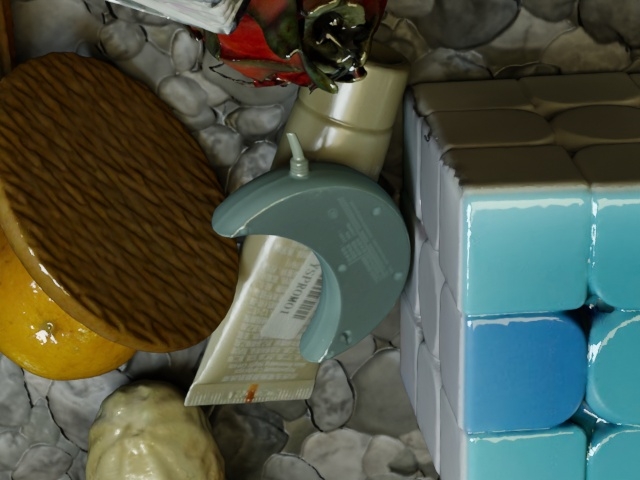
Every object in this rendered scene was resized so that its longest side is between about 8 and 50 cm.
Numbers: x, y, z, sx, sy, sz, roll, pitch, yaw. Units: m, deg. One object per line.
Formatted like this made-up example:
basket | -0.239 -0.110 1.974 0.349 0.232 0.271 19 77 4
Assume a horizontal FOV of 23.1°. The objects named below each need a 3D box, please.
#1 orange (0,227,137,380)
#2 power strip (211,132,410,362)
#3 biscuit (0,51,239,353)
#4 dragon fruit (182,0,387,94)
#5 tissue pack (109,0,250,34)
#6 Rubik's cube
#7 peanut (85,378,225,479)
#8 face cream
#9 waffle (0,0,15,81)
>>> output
orange | -0.210 0.036 1.306 0.159 0.136 0.159 4 120 6
power strip | 0.000 0.000 1.272 0.137 0.044 0.216 -32 131 -2
biscuit | -0.164 -0.030 1.233 0.037 0.262 0.262 -29 113 33
dragon fruit | -0.024 -0.206 1.177 0.192 0.274 0.193 -22 152 -5
tissue pack | -0.112 -0.348 1.066 0.259 0.122 0.361 20 85 11
Rubik's cube | 0.227 0.039 1.263 0.292 0.291 0.290 -3 112 -5
peanut | -0.136 0.263 1.410 0.130 0.130 0.290 -12 114 0
face cream | -0.013 -0.006 1.336 0.137 0.084 0.341 1 117 -38
waffle | -0.375 -0.200 1.211 0.261 0.114 0.376 -4 112 -4
